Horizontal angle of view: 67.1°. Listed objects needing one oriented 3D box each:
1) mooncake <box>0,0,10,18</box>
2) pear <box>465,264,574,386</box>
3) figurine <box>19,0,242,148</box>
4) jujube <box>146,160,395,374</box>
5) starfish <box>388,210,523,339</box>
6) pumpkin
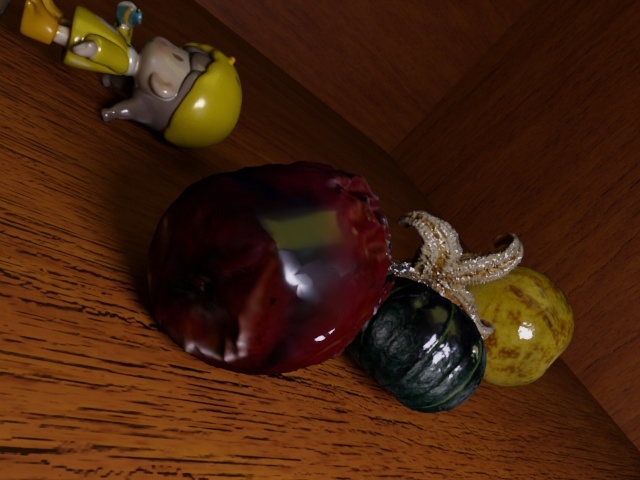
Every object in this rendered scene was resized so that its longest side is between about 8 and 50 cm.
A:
[{"bbox_3d":[-0.421,-0.374,0.562,0.156,0.284,0.284,32,21,-47],"label":"mooncake"},{"bbox_3d":[0.399,0.181,1.065,0.281,0.280,0.280,38,19,-16],"label":"pear"},{"bbox_3d":[-0.292,-0.284,0.795,0.344,0.187,0.215,25,35,-31],"label":"figurine"},{"bbox_3d":[-0.038,0.018,0.579,0.258,0.258,0.377,47,13,9],"label":"jujube"},{"bbox_3d":[0.188,0.075,0.849,0.312,0.303,0.112,26,42,-18],"label":"starfish"},{"bbox_3d":[0.136,0.149,0.715,0.220,0.162,0.220,41,-10,9],"label":"pumpkin"}]
